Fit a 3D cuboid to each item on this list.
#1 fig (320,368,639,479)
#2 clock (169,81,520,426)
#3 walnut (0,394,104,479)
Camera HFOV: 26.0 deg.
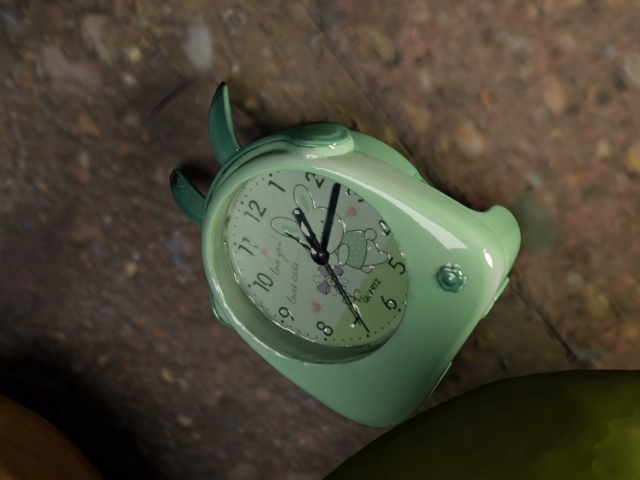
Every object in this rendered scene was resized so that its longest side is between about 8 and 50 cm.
[{"bbox_3d":[0.079,0.204,0.452,0.316,0.316,0.316,11,119,20],"label":"fig"},{"bbox_3d":[0.000,0.000,0.520,0.135,0.041,0.101,36,125,6],"label":"clock"},{"bbox_3d":[-0.151,0.164,0.599,0.165,0.165,0.197,-16,109,31],"label":"walnut"}]
